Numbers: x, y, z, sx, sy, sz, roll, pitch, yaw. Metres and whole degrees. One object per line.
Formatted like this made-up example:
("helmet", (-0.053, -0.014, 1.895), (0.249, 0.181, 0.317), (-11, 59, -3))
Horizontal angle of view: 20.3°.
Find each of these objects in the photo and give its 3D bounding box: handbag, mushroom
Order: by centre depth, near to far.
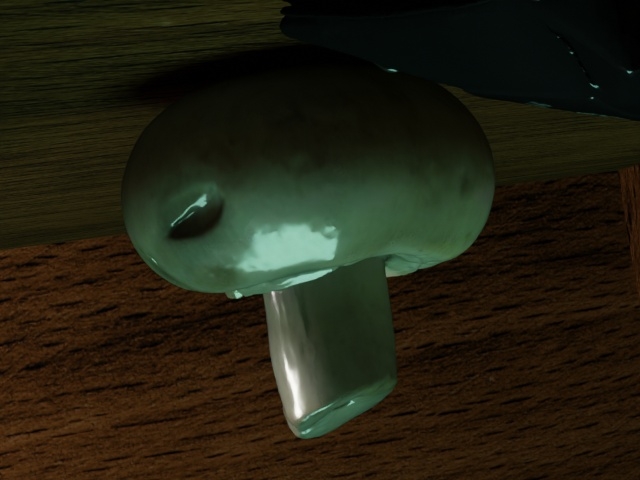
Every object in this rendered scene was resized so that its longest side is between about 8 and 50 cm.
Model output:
("handbag", (0.152, -0.157, 1.207), (0.288, 0.152, 0.342), (3, -176, 38))
("mushroom", (0.004, -0.033, 1.702), (0.325, 0.353, 0.353), (-41, 172, 7))
